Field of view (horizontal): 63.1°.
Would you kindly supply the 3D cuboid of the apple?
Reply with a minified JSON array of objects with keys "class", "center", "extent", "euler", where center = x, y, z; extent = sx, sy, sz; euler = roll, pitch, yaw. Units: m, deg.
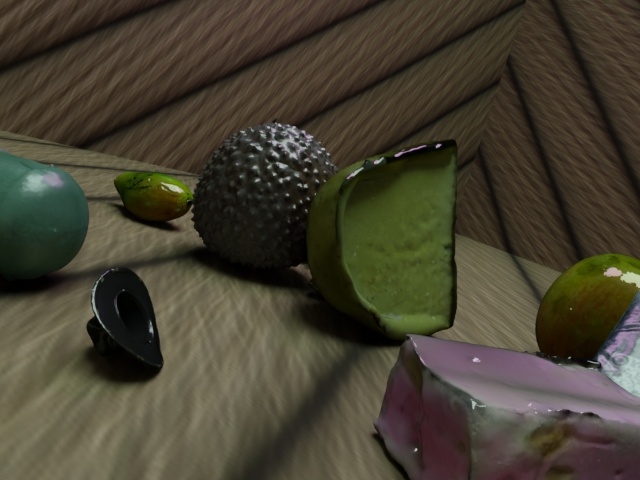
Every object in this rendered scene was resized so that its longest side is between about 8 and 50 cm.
[{"class":"apple","center":[0.493,0.141,0.860],"extent":[0.246,0.226,0.246],"euler":[17,11,-3]}]

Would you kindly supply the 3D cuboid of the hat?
[{"class":"hat","center":[-0.197,0.085,0.518],"extent":[0.050,0.121,0.121],"euler":[-25,10,2]}]

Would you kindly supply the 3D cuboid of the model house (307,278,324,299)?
[{"class":"model house","center":[0.019,0.084,0.960],"extent":[0.058,0.057,0.083],"euler":[45,-3,14]}]

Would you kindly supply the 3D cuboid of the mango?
[{"class":"mango","center":[-0.391,-0.104,1.187],"extent":[0.233,0.111,0.125],"euler":[20,5,29]}]

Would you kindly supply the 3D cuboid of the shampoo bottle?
[{"class":"shampoo bottle","center":[-0.460,-0.056,0.641],"extent":[0.349,0.151,0.222],"euler":[17,7,4]}]

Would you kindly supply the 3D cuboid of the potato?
[{"class":"potato","center":[0.068,-0.006,0.868],"extent":[0.280,0.330,0.213],"euler":[-1,0,-40]}]

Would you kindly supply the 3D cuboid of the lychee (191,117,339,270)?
[{"class":"lychee","center":[-0.100,-0.077,0.999],"extent":[0.300,0.300,0.300],"euler":[16,9,-3]}]

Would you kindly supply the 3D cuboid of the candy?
[{"class":"candy","center":[0.198,0.175,0.482],"extent":[0.265,0.115,0.155],"euler":[13,10,-20]}]

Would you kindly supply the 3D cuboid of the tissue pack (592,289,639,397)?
[{"class":"tissue pack","center":[0.468,0.196,0.571],"extent":[0.228,0.103,0.316],"euler":[-37,42,-29]}]
